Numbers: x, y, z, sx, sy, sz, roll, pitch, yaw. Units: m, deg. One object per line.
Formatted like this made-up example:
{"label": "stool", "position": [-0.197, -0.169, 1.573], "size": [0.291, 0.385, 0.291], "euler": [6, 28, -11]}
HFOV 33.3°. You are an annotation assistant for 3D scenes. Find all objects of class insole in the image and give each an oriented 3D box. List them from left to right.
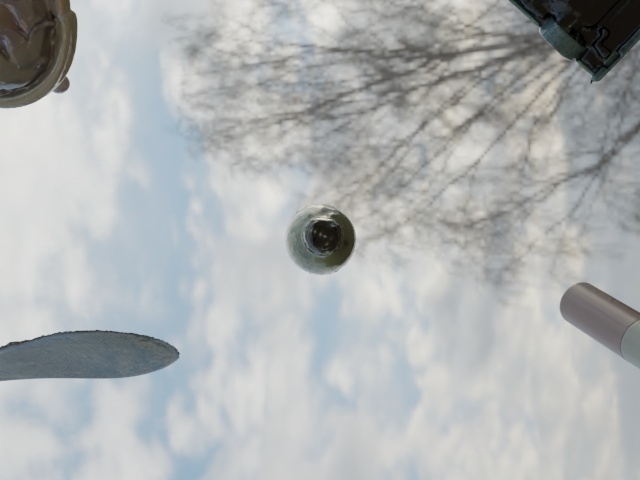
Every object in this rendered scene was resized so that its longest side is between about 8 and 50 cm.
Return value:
{"label": "insole", "position": [-0.283, 0.122, 1.082], "size": [0.109, 0.322, 0.007], "euler": [52, -143, -50]}

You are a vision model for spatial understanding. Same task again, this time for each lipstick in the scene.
{"label": "lipstick", "position": [0.445, 0.134, 1.550], "size": [0.070, 0.254, 0.070], "euler": [-7, -70, -19]}

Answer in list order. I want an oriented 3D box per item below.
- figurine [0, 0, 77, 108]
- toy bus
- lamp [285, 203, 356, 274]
{"label": "figurine", "position": [-0.297, -0.210, 0.898], "size": [0.236, 0.163, 0.141], "euler": [61, -155, -25]}
{"label": "toy bus", "position": [0.243, -0.313, 1.150], "size": [0.271, 0.133, 0.165], "euler": [43, -158, 1]}
{"label": "lamp", "position": [0.000, 0.000, 1.484], "size": [0.250, 0.101, 0.101], "euler": [103, 167, -86]}
